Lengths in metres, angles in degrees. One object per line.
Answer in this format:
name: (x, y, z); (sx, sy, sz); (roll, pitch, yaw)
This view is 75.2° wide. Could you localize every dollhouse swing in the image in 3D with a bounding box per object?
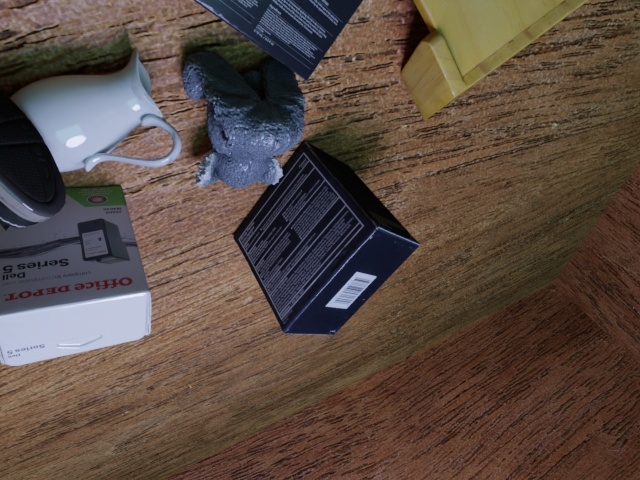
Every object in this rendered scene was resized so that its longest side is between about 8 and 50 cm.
dollhouse swing: (0.289, -0.481, 0.802); (0.347, 0.305, 0.315); (-37, -175, 3)

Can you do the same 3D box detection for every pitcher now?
pitcher: (-0.324, -0.161, 0.602); (0.207, 0.177, 0.125); (-28, 172, -12)

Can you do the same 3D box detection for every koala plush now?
koala plush: (-0.135, -0.175, 0.732); (0.196, 0.203, 0.221); (-8, 148, -30)

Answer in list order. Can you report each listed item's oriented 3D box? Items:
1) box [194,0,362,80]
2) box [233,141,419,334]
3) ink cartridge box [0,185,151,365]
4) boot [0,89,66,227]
box: (-0.072, -0.388, 0.596); (0.261, 0.103, 0.184); (18, 122, -46)
box: (0.000, 0.000, 0.920); (0.183, 0.294, 0.296); (17, 121, -49)
ink cartridge box: (-0.405, 0.038, 0.675); (0.198, 0.273, 0.114); (-8, 136, -31)
boot: (-0.520, -0.110, 0.457); (0.284, 0.138, 0.377); (-35, 114, 7)
